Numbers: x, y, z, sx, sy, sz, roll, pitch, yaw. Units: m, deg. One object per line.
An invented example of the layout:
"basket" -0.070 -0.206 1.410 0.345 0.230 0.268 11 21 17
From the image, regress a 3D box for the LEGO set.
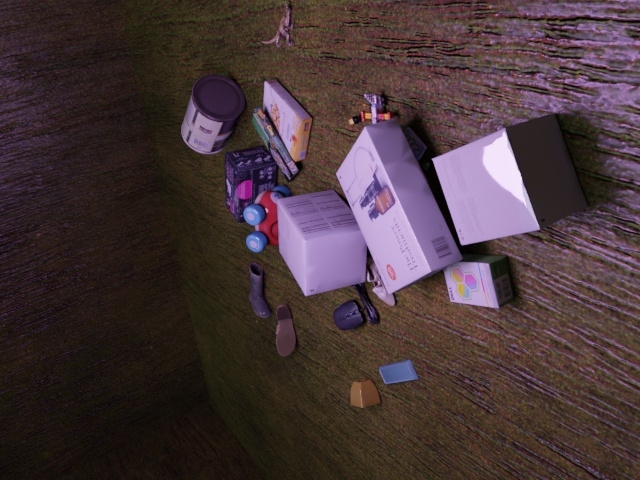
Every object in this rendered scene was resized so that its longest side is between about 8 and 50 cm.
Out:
"LEGO set" 0.155 -0.267 1.417 0.244 0.060 0.182 55 148 19

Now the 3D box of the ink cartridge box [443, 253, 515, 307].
"ink cartridge box" 0.356 0.092 1.291 0.209 0.062 0.108 2 110 60

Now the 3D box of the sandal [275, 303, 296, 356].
"sandal" -0.154 0.385 2.368 0.079 0.088 0.239 -96 3 -74

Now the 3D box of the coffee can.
"coffee can" -0.432 -0.495 2.133 0.201 0.202 0.275 65 151 9

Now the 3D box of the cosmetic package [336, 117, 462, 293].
"cosmetic package" 0.182 -0.074 1.364 0.284 0.098 0.377 124 125 -71

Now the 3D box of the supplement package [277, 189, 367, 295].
"supplement package" 0.000 0.000 1.654 0.262 0.198 0.199 -125 29 -52

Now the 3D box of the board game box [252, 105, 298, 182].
"board game box" -0.161 -0.331 1.875 0.259 0.030 0.136 59 170 0

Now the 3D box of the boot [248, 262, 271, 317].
"boot" -0.279 0.231 2.477 0.189 0.076 0.208 45 136 34

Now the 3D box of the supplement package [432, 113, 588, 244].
"supplement package" 0.365 -0.114 1.055 0.203 0.149 0.194 -17 92 61

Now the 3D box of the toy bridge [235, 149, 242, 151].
"toy bridge" -0.325 -0.279 2.229 0.026 0.063 0.188 -19 91 61

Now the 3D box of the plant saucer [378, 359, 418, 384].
"plant saucer" 0.248 0.430 1.738 0.067 0.018 0.192 66 152 8

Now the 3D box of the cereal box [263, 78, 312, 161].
"cereal box" -0.119 -0.405 1.808 0.240 0.047 0.173 51 148 30

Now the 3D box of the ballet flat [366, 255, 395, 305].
"ballet flat" 0.172 0.129 1.641 0.168 0.052 0.057 65 151 8

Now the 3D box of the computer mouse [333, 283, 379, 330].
"computer mouse" 0.087 0.222 1.838 0.262 0.060 0.184 -29 83 61

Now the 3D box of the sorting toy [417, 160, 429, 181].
"sorting toy" 0.249 -0.172 1.355 0.083 0.012 0.062 -10 113 53

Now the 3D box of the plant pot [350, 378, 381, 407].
"plant pot" 0.155 0.538 1.906 0.081 0.081 0.083 -17 81 61

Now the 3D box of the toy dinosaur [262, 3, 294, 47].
"toy dinosaur" -0.119 -0.648 1.674 0.183 0.053 0.092 -39 57 52

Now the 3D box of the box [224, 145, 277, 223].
"box" -0.269 -0.217 2.068 0.142 0.164 0.247 50 145 39

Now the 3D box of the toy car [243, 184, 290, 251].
"toy car" -0.113 -0.065 1.918 0.238 0.219 0.210 13 122 23
